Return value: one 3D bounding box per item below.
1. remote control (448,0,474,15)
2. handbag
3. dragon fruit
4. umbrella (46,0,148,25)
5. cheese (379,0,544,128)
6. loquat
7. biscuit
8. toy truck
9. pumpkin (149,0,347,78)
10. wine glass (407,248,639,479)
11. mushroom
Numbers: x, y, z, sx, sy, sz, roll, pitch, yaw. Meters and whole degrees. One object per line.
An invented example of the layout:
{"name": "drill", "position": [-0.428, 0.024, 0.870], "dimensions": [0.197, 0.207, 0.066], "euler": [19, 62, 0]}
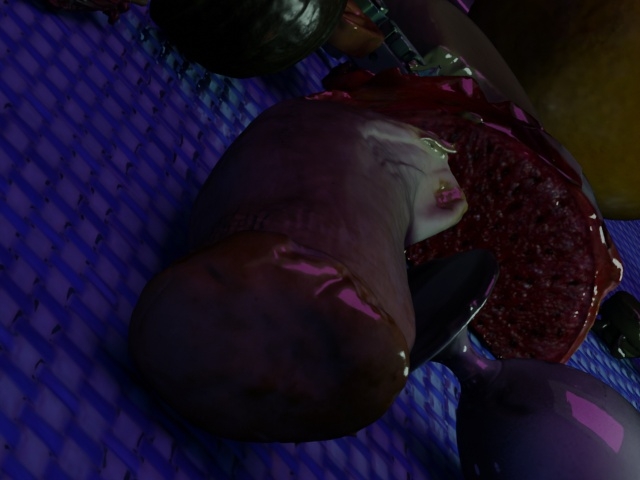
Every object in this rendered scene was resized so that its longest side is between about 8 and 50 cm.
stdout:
{"name": "remote control", "position": [0.097, -0.312, 1.871], "dimensions": [0.296, 0.056, 0.140], "euler": [47, 14, -10]}
{"name": "handbag", "position": [0.281, 0.081, 1.507], "dimensions": [0.072, 0.047, 0.111], "euler": [52, 14, 23]}
{"name": "dragon fruit", "position": [0.104, -0.048, 1.142], "dimensions": [0.274, 0.126, 0.161], "euler": [46, 17, -22]}
{"name": "umbrella", "position": [-0.130, -0.128, 0.845], "dimensions": [0.165, 0.025, 0.027], "euler": [1, 71, -67]}
{"name": "cheese", "position": [0.116, -0.111, 1.397], "dimensions": [0.175, 0.091, 0.202], "euler": [29, 27, -52]}
{"name": "loquat", "position": [0.298, -0.181, 1.667], "dimensions": [0.328, 0.328, 0.328], "euler": [47, 16, -17]}
{"name": "biscuit", "position": [-0.023, -0.182, 1.167], "dimensions": [0.142, 0.029, 0.221], "euler": [28, 12, -38]}
{"name": "toy truck", "position": [0.035, -0.141, 1.275], "dimensions": [0.175, 0.067, 0.081], "euler": [53, 16, 5]}
{"name": "pumpkin", "position": [-0.037, -0.159, 1.011], "dimensions": [0.107, 0.119, 0.183], "euler": [43, 23, -22]}
{"name": "wine glass", "position": [0.117, 0.111, 0.873], "dimensions": [0.222, 0.103, 0.103], "euler": [48, 15, -15]}
{"name": "mushroom", "position": [0.000, 0.000, 0.781], "dimensions": [0.122, 0.095, 0.351], "euler": [25, 19, 4]}
